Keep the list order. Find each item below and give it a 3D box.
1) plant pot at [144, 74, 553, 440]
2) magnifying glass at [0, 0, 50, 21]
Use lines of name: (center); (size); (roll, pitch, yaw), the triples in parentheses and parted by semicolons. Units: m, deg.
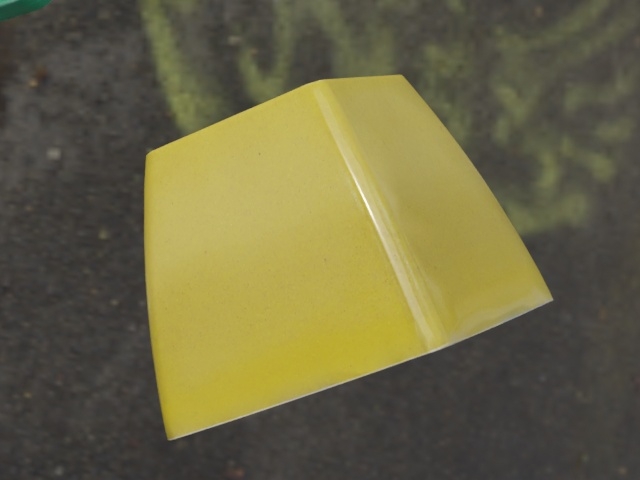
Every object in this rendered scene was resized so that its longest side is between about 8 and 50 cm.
plant pot: (0.000, 0.000, 1.188); (0.212, 0.212, 0.187); (-14, 83, -63)
magnifying glass: (-0.228, -0.170, 1.213); (0.026, 0.231, 0.092); (15, 52, -35)
